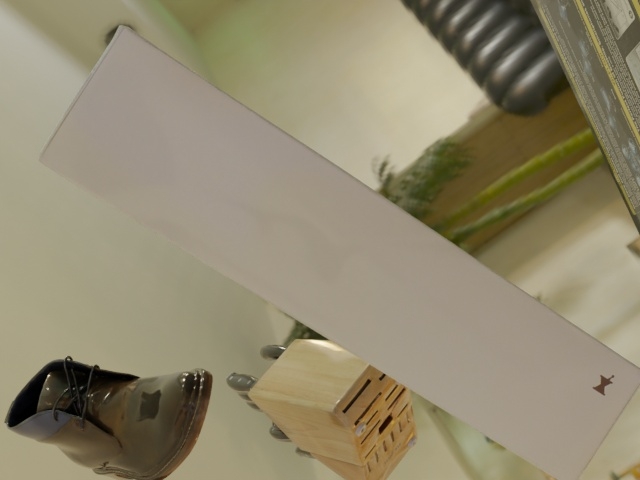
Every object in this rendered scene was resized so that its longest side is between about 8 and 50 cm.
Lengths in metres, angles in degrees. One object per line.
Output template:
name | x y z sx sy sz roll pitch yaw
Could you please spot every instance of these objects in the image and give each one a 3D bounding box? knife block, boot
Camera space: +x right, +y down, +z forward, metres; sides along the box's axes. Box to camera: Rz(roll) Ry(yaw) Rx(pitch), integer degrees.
knife block | -0.018 0.158 1.034 0.242 0.088 0.275 30 156 26
boot | -0.165 0.133 0.724 0.106 0.219 0.082 23 -122 -22

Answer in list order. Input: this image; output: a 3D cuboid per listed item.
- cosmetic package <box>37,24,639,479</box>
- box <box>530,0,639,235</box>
cosmetic package | 0.000 0.000 0.677 0.377 0.097 0.284 33 179 -13
box | 0.291 -0.090 0.698 0.318 0.097 0.394 86 162 -81
